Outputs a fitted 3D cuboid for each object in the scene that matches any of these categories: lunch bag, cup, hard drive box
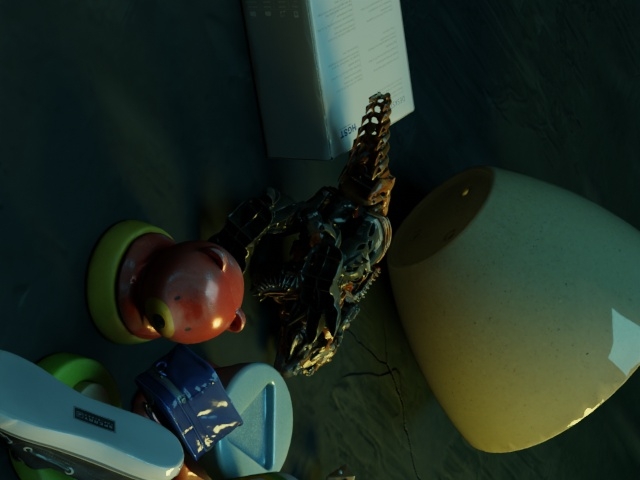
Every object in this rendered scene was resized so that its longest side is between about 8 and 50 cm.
[{"bbox_3d":[-0.122,0.145,1.516,0.065,0.067,0.098,-39,130,-16],"label":"lunch bag"},{"bbox_3d":[0.217,0.049,2.009,0.237,0.331,0.331,45,53,-19],"label":"cup"},{"bbox_3d":[0.008,-0.223,1.813,0.181,0.089,0.232,-33,120,-50],"label":"hard drive box"}]

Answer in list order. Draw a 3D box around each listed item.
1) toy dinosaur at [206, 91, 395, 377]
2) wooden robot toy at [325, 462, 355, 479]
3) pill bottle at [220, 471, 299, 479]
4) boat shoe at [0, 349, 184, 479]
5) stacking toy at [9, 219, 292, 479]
[{"bbox_3d":[0.000,0.000,1.766,0.218,0.164,0.322,-20,114,-57],"label":"toy dinosaur"},{"bbox_3d":[-0.010,0.332,1.896,0.079,0.076,0.173,11,84,-21],"label":"wooden robot toy"},{"bbox_3d":[-0.126,0.294,1.545,0.246,0.136,0.136,-4,98,-36],"label":"pill bottle"},{"bbox_3d":[-0.232,0.166,1.460,0.228,0.076,0.080,23,32,-22],"label":"boat shoe"},{"bbox_3d":[-0.137,0.166,1.600,0.279,0.130,0.309,-57,137,-37],"label":"stacking toy"}]
